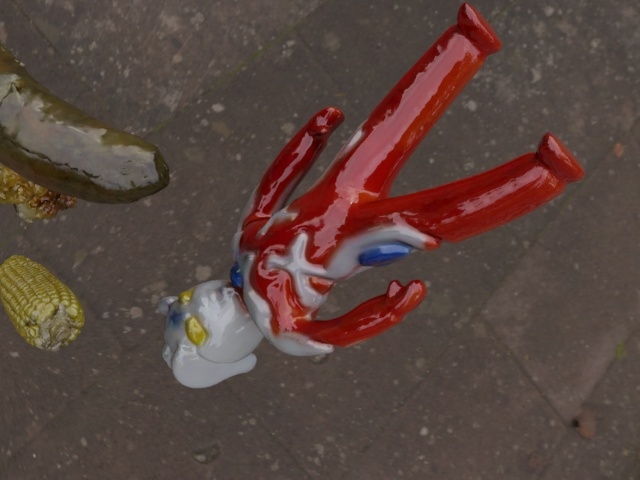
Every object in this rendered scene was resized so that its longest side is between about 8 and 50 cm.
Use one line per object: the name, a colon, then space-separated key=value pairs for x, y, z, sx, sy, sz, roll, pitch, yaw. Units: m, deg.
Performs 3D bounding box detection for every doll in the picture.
doll: x=0.000 y=0.000 z=0.519 sx=0.099 sy=0.384 sz=0.188 roll=19 pitch=39 yaw=-44

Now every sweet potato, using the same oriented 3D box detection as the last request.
sweet potato: x=-0.210 y=-0.094 z=0.428 sx=0.273 sy=0.075 sz=0.075 roll=34 pitch=64 yaw=20

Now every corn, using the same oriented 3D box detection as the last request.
corn: x=-0.545 y=0.115 z=1.276 sx=0.119 sy=0.321 sz=0.119 roll=-18 pitch=118 yaw=-37

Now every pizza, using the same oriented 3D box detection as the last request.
pizza: x=-0.368 y=-0.107 z=0.886 sx=0.085 sy=0.305 sz=0.162 roll=5 pitch=81 yaw=-11
